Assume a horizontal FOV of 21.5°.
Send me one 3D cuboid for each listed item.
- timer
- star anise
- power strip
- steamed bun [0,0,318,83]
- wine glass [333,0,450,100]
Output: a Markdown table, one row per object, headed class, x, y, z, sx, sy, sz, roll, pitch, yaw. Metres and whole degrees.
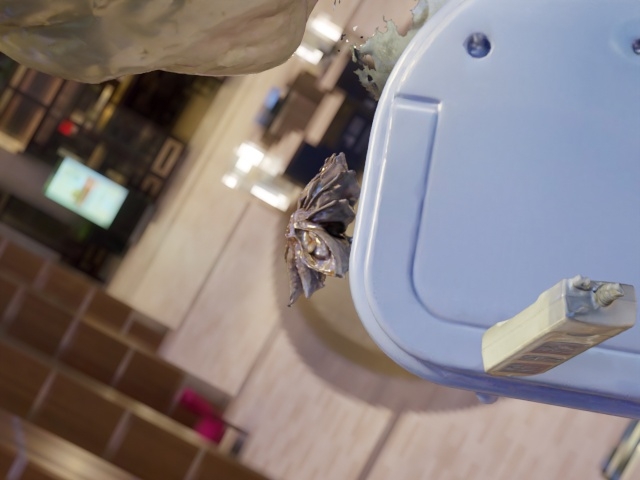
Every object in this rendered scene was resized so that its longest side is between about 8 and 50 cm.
| class | x | y | z | sx | sy | sz | roll | pitch | yaw |
| --- | --- | --- | --- | --- | --- | --- | --- | --- | --- |
| timer | 0.223 | -0.052 | 1.263 | 0.395 | 0.395 | 0.173 | -61 | -10 | -2 |
| star anise | 0.003 | 0.001 | 1.328 | 0.129 | 0.056 | 0.124 | -112 | 44 | -66 |
| power strip | 0.149 | 0.055 | 1.062 | 0.191 | 0.048 | 0.030 | 134 | 139 | -67 |
| steamed bun | -0.104 | -0.215 | 0.797 | 0.280 | 0.268 | 0.207 | -57 | -9 | 21 |
| wine glass | 0.192 | -0.245 | 1.846 | 0.357 | 0.190 | 0.190 | -1 | 56 | 43 |
